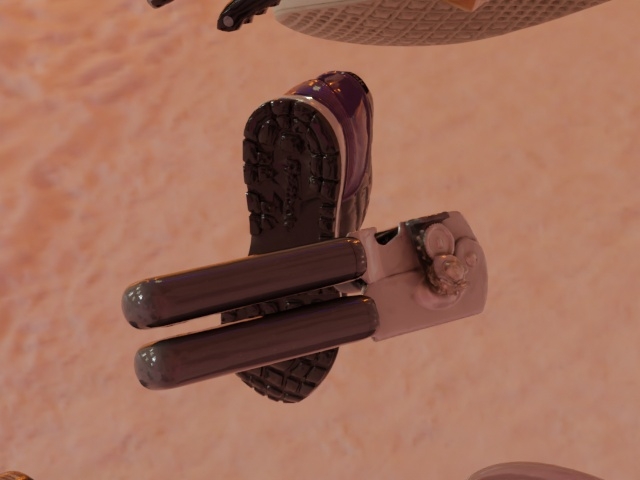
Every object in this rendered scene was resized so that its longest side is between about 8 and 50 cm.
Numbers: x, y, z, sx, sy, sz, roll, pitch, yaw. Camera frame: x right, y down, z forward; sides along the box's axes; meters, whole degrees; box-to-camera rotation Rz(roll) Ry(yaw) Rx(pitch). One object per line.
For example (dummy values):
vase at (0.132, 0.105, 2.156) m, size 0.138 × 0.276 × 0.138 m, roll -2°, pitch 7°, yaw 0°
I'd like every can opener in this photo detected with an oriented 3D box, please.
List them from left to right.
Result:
can opener at (-0.002, 0.038, 0.880) m, size 0.280 × 0.074 × 0.093 m, roll -12°, pitch -2°, yaw -39°

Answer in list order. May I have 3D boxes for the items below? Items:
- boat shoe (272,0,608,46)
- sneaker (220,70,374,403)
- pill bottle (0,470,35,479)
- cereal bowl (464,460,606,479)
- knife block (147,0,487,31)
boat shoe at (0.184, -0.293, 1.247) m, size 0.500 × 0.156 × 0.187 m, roll -14°, pitch -13°, yaw 24°
sneaker at (0.000, 0.000, 1.125) m, size 0.107 × 0.283 × 0.124 m, roll 21°, pitch 32°, yaw 19°
pill bottle at (-0.355, 0.303, 1.219) m, size 0.130 × 0.131 × 0.245 m, roll 18°, pitch 25°, yaw 41°
cereal bowl at (0.209, 0.326, 1.024) m, size 0.339 × 0.141 × 0.339 m, roll 24°, pitch 23°, yaw -11°
knife block at (0.000, -0.221, 0.642) m, size 0.242 × 0.276 × 0.088 m, roll 27°, pitch 37°, yaw 15°
